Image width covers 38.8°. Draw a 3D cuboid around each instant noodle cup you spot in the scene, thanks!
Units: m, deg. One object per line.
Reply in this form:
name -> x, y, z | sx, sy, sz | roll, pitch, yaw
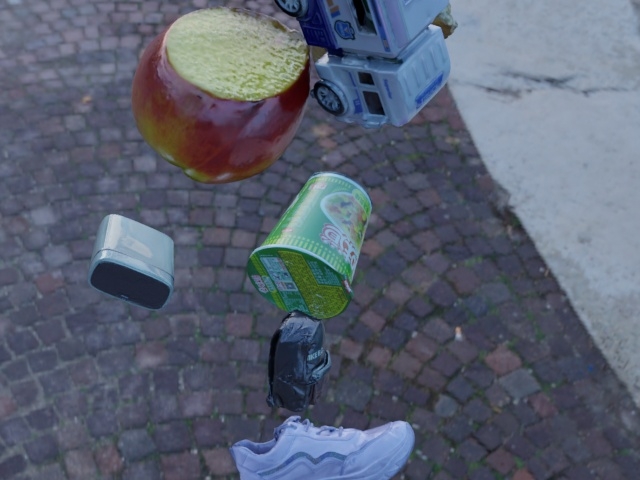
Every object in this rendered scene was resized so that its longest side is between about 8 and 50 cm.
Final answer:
instant noodle cup -> 0.000, 0.000, 1.726 | 0.207, 0.207, 0.232 | 19, 51, 10

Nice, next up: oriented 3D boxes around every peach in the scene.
peach -> -0.101, -0.161, 0.976 | 0.190, 0.192, 0.190 | 35, 12, -8

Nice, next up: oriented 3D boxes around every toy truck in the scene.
toy truck -> 0.051, -0.242, 0.924 | 0.155, 0.268, 0.124 | 19, 56, 41

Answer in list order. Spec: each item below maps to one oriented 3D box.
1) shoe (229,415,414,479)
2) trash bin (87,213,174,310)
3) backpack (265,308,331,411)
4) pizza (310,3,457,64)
shoe -> 0.001, 0.284, 1.208 | 0.245, 0.137, 0.095 | -29, 8, 0
trash bin -> -0.264, 0.029, 1.282 | 0.116, 0.059, 0.130 | 25, 23, -20
backpack -> -0.033, 0.205, 1.550 | 0.106, 0.165, 0.120 | 15, 33, 9
pizza -> 0.087, -0.306, 1.288 | 0.182, 0.365, 0.073 | 4, 81, -17
